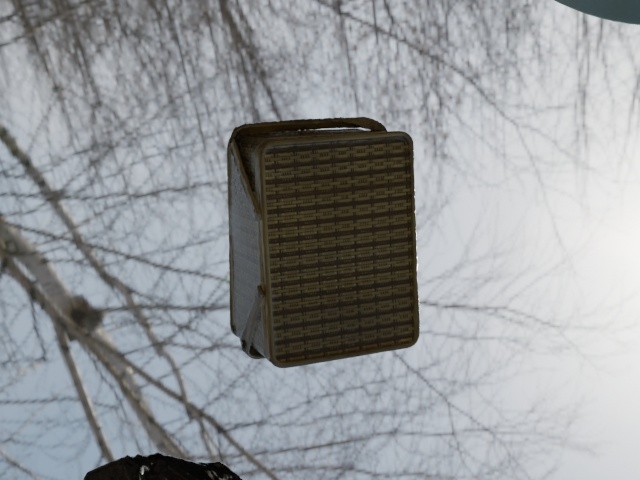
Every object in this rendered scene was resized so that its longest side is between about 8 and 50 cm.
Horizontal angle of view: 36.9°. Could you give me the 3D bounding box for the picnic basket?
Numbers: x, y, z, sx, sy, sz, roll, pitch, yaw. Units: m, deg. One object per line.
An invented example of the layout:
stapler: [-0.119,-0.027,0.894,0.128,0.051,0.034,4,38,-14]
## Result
picnic basket: [0.000,0.000,0.653,0.115,0.164,0.079,-6,-169,-20]

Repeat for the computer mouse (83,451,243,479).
computer mouse: [-0.026,0.148,0.371,0.172,0.057,0.099,36,-173,-2]

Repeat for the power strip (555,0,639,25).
power strip: [0.358,-0.405,1.100,0.358,0.161,0.357,3,-127,-4]
